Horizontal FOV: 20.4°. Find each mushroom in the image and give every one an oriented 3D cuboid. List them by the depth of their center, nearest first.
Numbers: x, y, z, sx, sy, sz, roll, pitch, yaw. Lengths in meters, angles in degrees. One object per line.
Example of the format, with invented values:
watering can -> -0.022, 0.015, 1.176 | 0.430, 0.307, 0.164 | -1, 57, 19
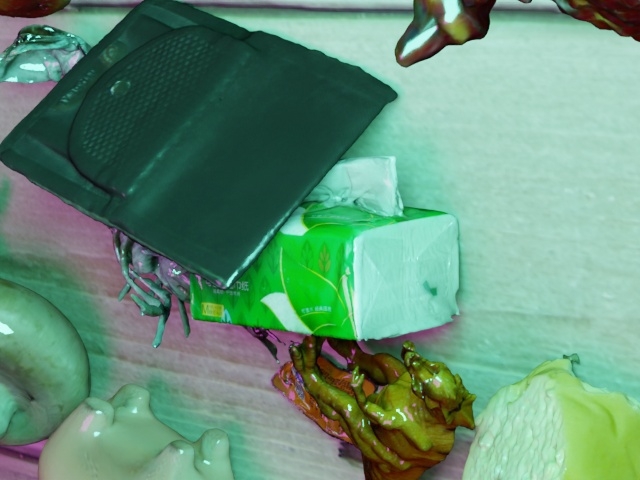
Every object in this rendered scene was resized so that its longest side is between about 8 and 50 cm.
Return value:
mushroom -> -0.388, 0.165, 2.001 | 0.243, 0.243, 0.243 | 21, 124, 36

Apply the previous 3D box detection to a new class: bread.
bread -> 0.241, 0.211, 1.546 | 0.183, 0.224, 0.211 | -23, 52, 53

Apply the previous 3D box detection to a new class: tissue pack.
tissue pack -> 0.002, -0.001, 1.613 | 0.209, 0.148, 0.156 | 4, 97, 43

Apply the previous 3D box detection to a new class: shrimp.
shrimp -> -0.175, -0.047, 1.768 | 0.410, 0.166, 0.221 | 62, 144, 18

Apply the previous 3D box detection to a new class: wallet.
wallet -> -0.121, -0.107, 1.635 | 0.323, 0.247, 0.041 | 28, 160, 33

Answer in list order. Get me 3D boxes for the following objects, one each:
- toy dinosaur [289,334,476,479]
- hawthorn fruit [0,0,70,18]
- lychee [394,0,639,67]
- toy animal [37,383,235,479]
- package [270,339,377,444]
toy dinosaur -> 0.058, 0.166, 1.662 | 0.208, 0.097, 0.432 | 48, 160, 20
hawthorn fruit -> -0.305, -0.305, 1.745 | 0.235, 0.181, 0.181 | -9, 104, 46
lychee -> 0.204, -0.303, 1.058 | 0.424, 0.424, 0.500 | 38, 102, 24
toy animal -> -0.176, 0.320, 1.916 | 0.326, 0.237, 0.269 | 32, 121, 35
package -> 0.002, 0.147, 1.772 | 0.110, 0.033, 0.077 | 34, 102, 23
